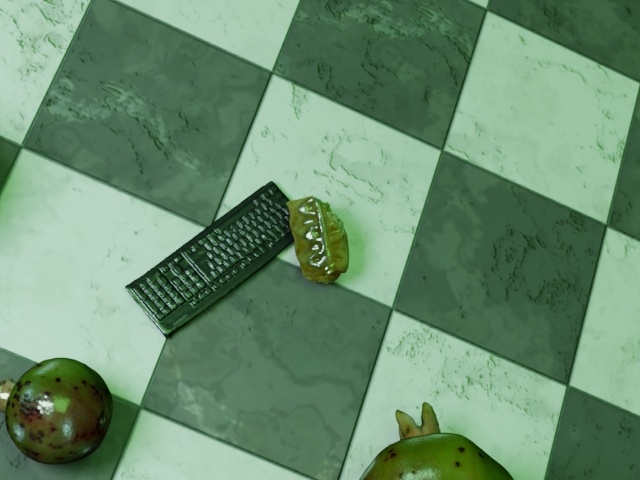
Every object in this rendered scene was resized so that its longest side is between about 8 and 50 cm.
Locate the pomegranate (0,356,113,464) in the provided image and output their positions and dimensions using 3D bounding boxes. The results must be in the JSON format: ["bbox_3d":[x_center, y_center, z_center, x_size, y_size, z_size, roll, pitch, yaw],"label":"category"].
[{"bbox_3d":[-0.291,0.189,1.664,0.130,0.130,0.130,8,64,-16],"label":"pomegranate"}]

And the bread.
[{"bbox_3d":[0.000,0.000,1.877,0.066,0.060,0.110,-10,85,-18],"label":"bread"}]

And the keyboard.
[{"bbox_3d":[-0.120,0.021,1.857,0.250,0.017,0.087,-37,81,-30],"label":"keyboard"}]

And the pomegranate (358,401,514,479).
[{"bbox_3d":[0.126,0.287,1.725,0.198,0.198,0.246,3,64,-19],"label":"pomegranate"}]
